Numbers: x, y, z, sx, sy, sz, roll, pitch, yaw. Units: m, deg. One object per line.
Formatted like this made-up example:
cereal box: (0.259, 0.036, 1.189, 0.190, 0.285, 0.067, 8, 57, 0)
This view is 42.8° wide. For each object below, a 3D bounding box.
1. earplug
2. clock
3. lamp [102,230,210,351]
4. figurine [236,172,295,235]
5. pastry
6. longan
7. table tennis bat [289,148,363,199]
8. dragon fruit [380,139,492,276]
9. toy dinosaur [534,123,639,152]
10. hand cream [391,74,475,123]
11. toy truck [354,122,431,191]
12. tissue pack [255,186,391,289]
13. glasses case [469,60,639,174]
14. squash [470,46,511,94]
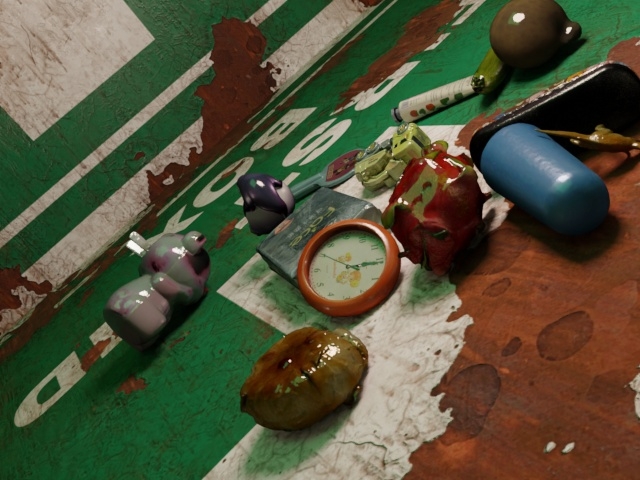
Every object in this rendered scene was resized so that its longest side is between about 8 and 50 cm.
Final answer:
earplug: (0.368, -0.091, 1.315, 0.132, 0.132, 0.273, -37, 24, 5)
clock: (0.053, 0.051, 1.547, 0.205, 0.051, 0.205, -10, 58, 17)
lamp: (-0.425, 0.105, 2.083, 0.301, 0.247, 0.247, -52, -2, -31)
figurine: (-0.117, -0.069, 1.954, 0.145, 0.222, 0.145, -31, 27, 18)
pastry: (-0.031, 0.226, 1.359, 0.229, 0.100, 0.218, -38, 20, -2)
longan: (0.488, -0.473, 1.863, 0.205, 0.159, 0.184, 4, 50, 19)
table tennis bat: (0.023, -0.175, 2.199, 0.244, 0.040, 0.153, -25, 25, 22)
dragon fruit: (0.209, -0.064, 1.478, 0.269, 0.199, 0.200, -85, 5, -69)
toy dinosaur: (0.450, -0.162, 1.326, 0.162, 0.039, 0.126, 0, 17, -21)
hand cream: (0.306, -0.364, 2.086, 0.276, 0.059, 0.095, -17, 28, 35)
toy truck: (0.162, -0.181, 1.900, 0.191, 0.085, 0.116, -30, 32, 32)
tissue pack: (0.000, 0.000, 1.770, 0.228, 0.103, 0.316, -44, 20, -7)
glasses case: (0.418, -0.206, 1.462, 0.321, 0.122, 0.082, -27, 25, 30)
squash: (0.426, -0.425, 1.972, 0.080, 0.071, 0.318, -28, 19, 50)
